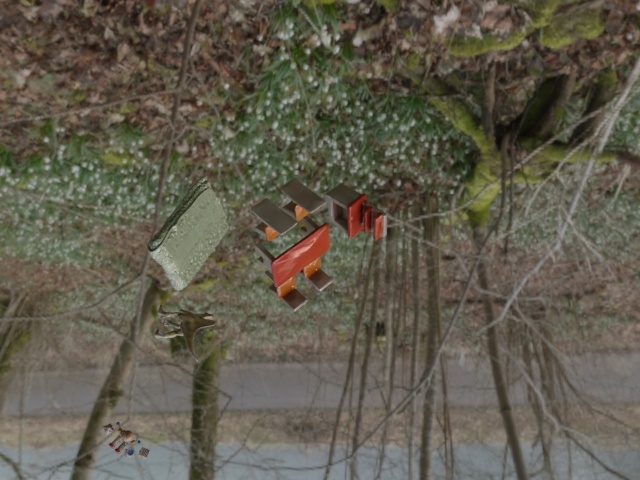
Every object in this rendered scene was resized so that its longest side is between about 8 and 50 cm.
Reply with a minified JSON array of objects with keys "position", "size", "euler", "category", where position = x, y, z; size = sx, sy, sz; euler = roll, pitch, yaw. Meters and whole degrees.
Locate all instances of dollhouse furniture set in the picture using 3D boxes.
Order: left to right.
[{"position":[0.000,0.000,1.259],"size":[0.135,0.259,0.262],"euler":[38,151,31],"category":"dollhouse furniture set"}]

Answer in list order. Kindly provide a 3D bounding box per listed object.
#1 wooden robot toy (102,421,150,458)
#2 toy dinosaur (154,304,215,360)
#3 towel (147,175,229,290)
[{"position":[-0.621,0.641,1.950],"size":[0.173,0.076,0.079],"euler":[43,142,-4],"category":"wooden robot toy"},{"position":[-0.218,0.137,0.993],"size":[0.093,0.183,0.053],"euler":[5,100,-1],"category":"toy dinosaur"},{"position":[-0.188,-0.010,0.888],"size":[0.027,0.148,0.110],"euler":[13,145,25],"category":"towel"}]
